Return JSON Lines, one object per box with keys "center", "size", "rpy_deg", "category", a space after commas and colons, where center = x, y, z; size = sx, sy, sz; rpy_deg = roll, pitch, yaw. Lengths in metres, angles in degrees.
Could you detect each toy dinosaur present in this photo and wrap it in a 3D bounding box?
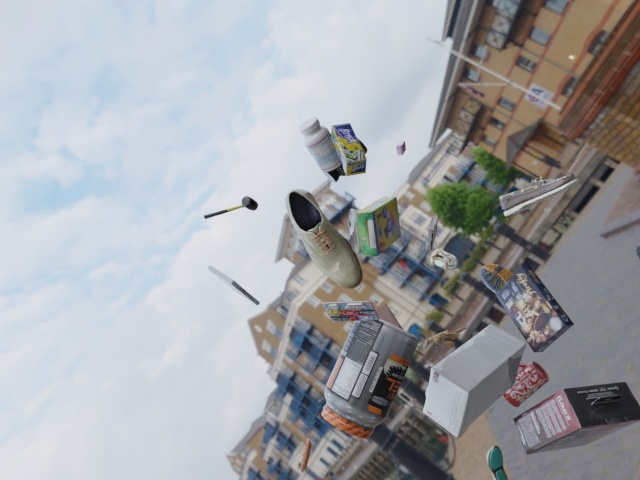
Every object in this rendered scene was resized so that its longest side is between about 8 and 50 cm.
{"center": [0.499, 0.367, 1.899], "size": [0.212, 0.064, 0.112], "rpy_deg": [-15, 13, -10], "category": "toy dinosaur"}

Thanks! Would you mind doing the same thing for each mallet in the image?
{"center": [-0.305, -0.105, 1.624], "size": [0.190, 0.039, 0.062], "rpy_deg": [-13, -17, 6], "category": "mallet"}

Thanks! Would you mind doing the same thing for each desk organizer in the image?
{"center": [0.226, 0.271, 1.562], "size": [0.050, 0.130, 0.047], "rpy_deg": [-34, -32, 3], "category": "desk organizer"}

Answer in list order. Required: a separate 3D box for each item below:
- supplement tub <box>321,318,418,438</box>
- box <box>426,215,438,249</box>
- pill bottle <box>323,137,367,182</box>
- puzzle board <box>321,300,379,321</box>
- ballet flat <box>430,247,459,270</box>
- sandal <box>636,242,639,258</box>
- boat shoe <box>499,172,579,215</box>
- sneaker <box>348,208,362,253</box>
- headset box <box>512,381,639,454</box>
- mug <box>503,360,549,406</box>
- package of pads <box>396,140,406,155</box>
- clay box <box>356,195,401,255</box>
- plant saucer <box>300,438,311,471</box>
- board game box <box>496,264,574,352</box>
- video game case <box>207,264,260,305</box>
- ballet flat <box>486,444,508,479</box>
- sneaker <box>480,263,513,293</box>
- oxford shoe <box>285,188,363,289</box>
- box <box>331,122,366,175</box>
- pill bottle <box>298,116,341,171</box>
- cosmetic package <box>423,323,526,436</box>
{"center": [0.135, 0.383, 1.398], "size": [0.315, 0.194, 0.193], "rpy_deg": [-65, -14, -6], "category": "supplement tub"}
{"center": [0.475, -0.034, 2.079], "size": [0.137, 0.027, 0.093], "rpy_deg": [-55, -32, -54], "category": "box"}
{"center": [0.111, -0.387, 2.332], "size": [0.219, 0.123, 0.123], "rpy_deg": [-48, -16, -3], "category": "pill bottle"}
{"center": [0.076, 0.180, 1.231], "size": [0.096, 0.128, 0.011], "rpy_deg": [62, -150, -50], "category": "puzzle board"}
{"center": [0.555, 0.087, 2.259], "size": [0.077, 0.091, 0.241], "rpy_deg": [-11, 7, -11], "category": "ballet flat"}
{"center": [1.129, 0.044, 1.519], "size": [0.054, 0.255, 0.097], "rpy_deg": [-45, -46, -53], "category": "sandal"}
{"center": [0.892, -0.205, 2.020], "size": [0.117, 0.096, 0.324], "rpy_deg": [-9, -16, -42], "category": "boat shoe"}
{"center": [0.156, -0.033, 1.542], "size": [0.222, 0.118, 0.083], "rpy_deg": [-91, 7, -57], "category": "sneaker"}
{"center": [0.727, 0.499, 1.378], "size": [0.218, 0.110, 0.293], "rpy_deg": [-1, -36, -16], "category": "headset box"}
{"center": [0.791, 0.552, 1.924], "size": [0.169, 0.150, 0.113], "rpy_deg": [-49, 11, 25], "category": "mug"}
{"center": [0.387, -0.443, 2.339], "size": [0.083, 0.032, 0.050], "rpy_deg": [-54, -41, -55], "category": "package of pads"}
{"center": [0.178, -0.048, 1.409], "size": [0.222, 0.053, 0.127], "rpy_deg": [-32, -63, -55], "category": "clay box"}
{"center": [-0.037, 0.568, 1.290], "size": [0.083, 0.014, 0.083], "rpy_deg": [14, -90, -90], "category": "plant saucer"}
{"center": [0.706, 0.227, 1.631], "size": [0.042, 0.243, 0.165], "rpy_deg": [-2, -43, -25], "category": "board game box"}
{"center": [-0.385, 0.198, 2.158], "size": [0.023, 0.213, 0.193], "rpy_deg": [-53, -48, -13], "category": "video game case"}
{"center": [0.559, 0.721, 1.571], "size": [0.057, 0.168, 0.052], "rpy_deg": [-20, 16, -13], "category": "ballet flat"}
{"center": [0.764, 0.211, 1.951], "size": [0.112, 0.296, 0.131], "rpy_deg": [-43, -37, -7], "category": "sneaker"}
{"center": [0.000, 0.000, 1.630], "size": [0.141, 0.396, 0.146], "rpy_deg": [-38, -3, 5], "category": "oxford shoe"}
{"center": [0.078, -0.259, 1.379], "size": [0.059, 0.168, 0.054], "rpy_deg": [-11, -39, -9], "category": "box"}
{"center": [0.001, -0.299, 1.520], "size": [0.087, 0.087, 0.160], "rpy_deg": [-48, -59, -23], "category": "pill bottle"}
{"center": [0.545, 0.482, 1.724], "size": [0.385, 0.156, 0.217], "rpy_deg": [-24, -52, -37], "category": "cosmetic package"}
